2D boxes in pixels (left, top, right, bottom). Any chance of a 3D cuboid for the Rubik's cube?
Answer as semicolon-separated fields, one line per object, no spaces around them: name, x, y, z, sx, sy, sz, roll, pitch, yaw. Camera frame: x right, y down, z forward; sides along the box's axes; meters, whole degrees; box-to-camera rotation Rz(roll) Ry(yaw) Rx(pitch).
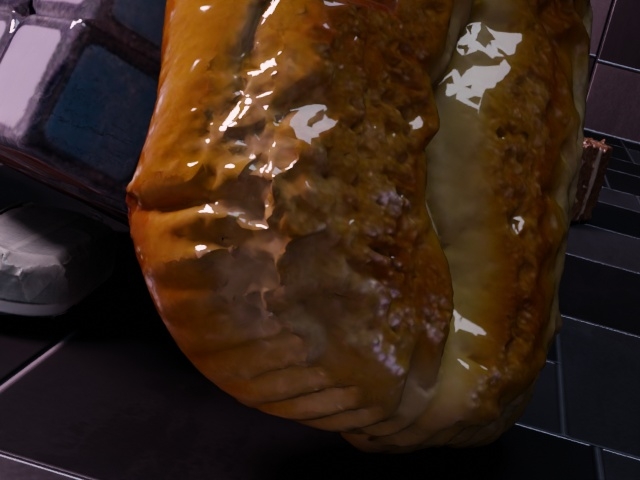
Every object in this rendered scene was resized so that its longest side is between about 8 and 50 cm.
Rubik's cube;-0.124;-0.164;1.082;0.305;0.301;0.303;29;-5;-40

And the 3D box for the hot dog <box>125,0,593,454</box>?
hot dog;0.042;-0.042;0.876;0.367;0.366;0.196;20;-28;-38

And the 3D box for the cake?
cake;0.337;-0.104;1.941;0.135;0.135;0.147;20;7;33

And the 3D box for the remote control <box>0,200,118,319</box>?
remote control;-0.223;0.011;1.018;0.104;0.052;0.247;15;10;0
